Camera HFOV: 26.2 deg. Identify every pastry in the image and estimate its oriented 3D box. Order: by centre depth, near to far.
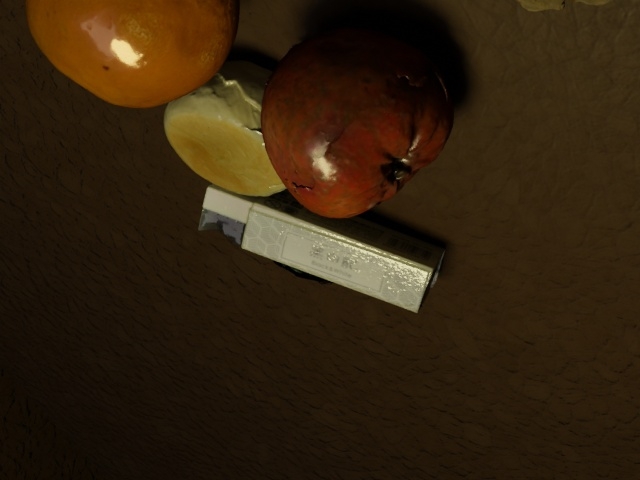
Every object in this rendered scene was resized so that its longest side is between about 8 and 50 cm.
[{"bbox_3d":[-0.123,-0.176,2.201,0.265,0.133,0.264,23,148,15],"label":"pastry"}]

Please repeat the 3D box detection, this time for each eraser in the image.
[{"bbox_3d":[0.000,0.000,2.305,0.404,0.098,0.096,20,118,10],"label":"eraser"}]

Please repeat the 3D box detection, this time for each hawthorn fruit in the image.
[{"bbox_3d":[0.028,-0.189,1.961,0.307,0.276,0.276,48,161,37],"label":"hawthorn fruit"}]

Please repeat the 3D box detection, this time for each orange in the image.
[{"bbox_3d":[-0.259,-0.342,1.940,0.312,0.312,0.312,23,147,16],"label":"orange"}]

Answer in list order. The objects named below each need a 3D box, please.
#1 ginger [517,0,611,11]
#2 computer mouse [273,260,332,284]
[{"bbox_3d":[0.321,-0.336,1.658,0.259,0.065,0.149,2,150,32],"label":"ginger"},{"bbox_3d":[-0.048,0.006,2.439,0.242,0.077,0.146,39,146,-9],"label":"computer mouse"}]
